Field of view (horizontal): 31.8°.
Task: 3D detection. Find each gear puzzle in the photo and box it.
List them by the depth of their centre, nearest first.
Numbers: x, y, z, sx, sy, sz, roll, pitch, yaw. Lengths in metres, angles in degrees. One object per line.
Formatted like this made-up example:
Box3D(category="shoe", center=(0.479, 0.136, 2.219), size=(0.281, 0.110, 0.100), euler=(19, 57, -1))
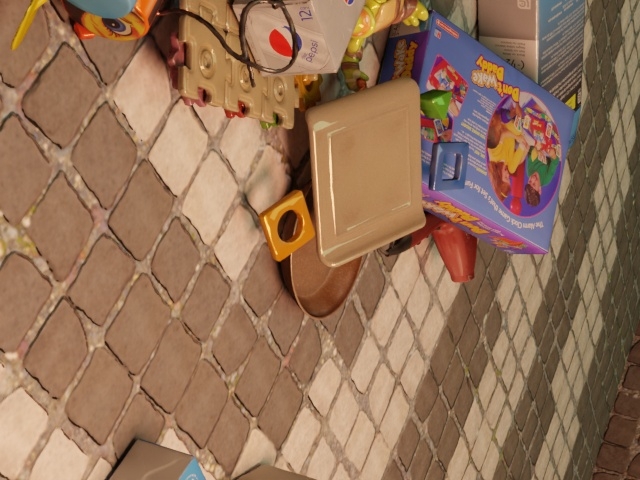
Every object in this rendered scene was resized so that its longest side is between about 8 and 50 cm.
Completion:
Box3D(category="gear puzzle", center=(-0.076, -0.210, 1.211), size=(0.339, 0.044, 0.175), euler=(7, 83, -65))

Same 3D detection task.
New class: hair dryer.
Box3D(category="hair dryer", center=(0.153, -0.033, 1.664), size=(0.293, 0.080, 0.223), euler=(44, 62, -40))

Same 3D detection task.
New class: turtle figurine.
Box3D(category="turtle figurine", center=(0.073, -0.282, 1.397), size=(0.217, 0.087, 0.269), euler=(-40, 157, -52))

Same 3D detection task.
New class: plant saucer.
Box3D(category="plant saucer", center=(0.000, 0.000, 1.419), size=(0.198, 0.036, 0.198), euler=(-26, 120, -56))

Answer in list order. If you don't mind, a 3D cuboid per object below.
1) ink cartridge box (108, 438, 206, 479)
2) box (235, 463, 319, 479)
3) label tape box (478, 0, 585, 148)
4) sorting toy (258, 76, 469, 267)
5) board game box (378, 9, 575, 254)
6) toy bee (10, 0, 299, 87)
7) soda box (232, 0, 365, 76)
Box3D(category="ink cartridge box", center=(-0.162, 0.336, 1.181), size=(0.134, 0.078, 0.231), euler=(-57, 144, -37))
Box3D(category="box", center=(-0.066, 0.425, 1.368), size=(0.113, 0.094, 0.275), euler=(-20, 116, -59))
Box3D(category="label tape box", center=(0.361, -0.298, 1.916), size=(0.249, 0.115, 0.347), euler=(-39, 134, -50))
Box3D(category="sorting toy", center=(0.049, -0.086, 1.365), size=(0.348, 0.047, 0.196), euler=(-24, 117, -37))
Box3D(category="board game box", center=(0.218, -0.143, 1.602), size=(0.347, 0.078, 0.233), euler=(25, 72, -41))
Box3D(category="toy bee", center=(-0.189, -0.214, 0.919), size=(0.195, 0.162, 0.298), euler=(-49, 114, -33))
Box3D(category="soda box", center=(0.001, -0.306, 1.218), size=(0.098, 0.091, 0.286), euler=(67, 33, -43))
